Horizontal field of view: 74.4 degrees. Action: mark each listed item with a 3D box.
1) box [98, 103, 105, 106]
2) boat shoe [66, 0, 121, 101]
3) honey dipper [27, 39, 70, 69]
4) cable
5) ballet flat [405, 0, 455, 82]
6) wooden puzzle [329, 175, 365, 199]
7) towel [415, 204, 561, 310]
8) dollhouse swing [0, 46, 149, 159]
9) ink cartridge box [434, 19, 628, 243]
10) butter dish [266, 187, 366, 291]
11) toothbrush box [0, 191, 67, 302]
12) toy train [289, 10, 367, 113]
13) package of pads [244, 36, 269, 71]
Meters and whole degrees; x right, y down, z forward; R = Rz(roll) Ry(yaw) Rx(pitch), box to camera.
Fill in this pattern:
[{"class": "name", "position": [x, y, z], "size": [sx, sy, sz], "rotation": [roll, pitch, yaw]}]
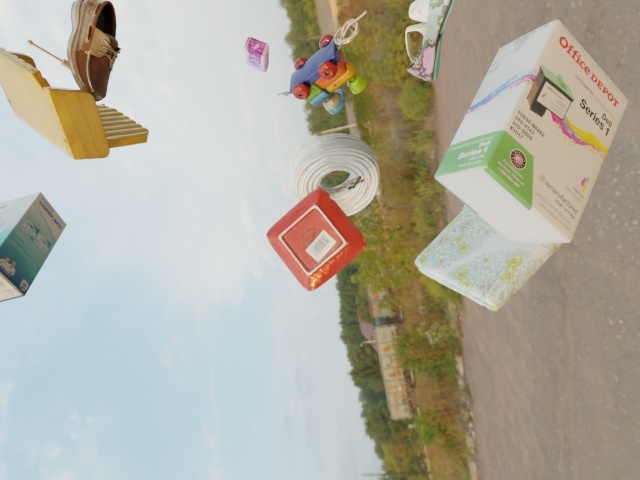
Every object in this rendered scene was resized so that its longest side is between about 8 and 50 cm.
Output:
[{"class": "box", "position": [-1.022, -0.593, 1.909], "size": [0.083, 0.067, 0.018], "rotation": [-89, -9, -51]}, {"class": "boat shoe", "position": [-0.668, -0.580, 1.261], "size": [0.123, 0.116, 0.324], "rotation": [25, -122, -79]}, {"class": "honey dipper", "position": [-1.035, -0.715, 1.620], "size": [0.161, 0.030, 0.030], "rotation": [29, -133, -48]}, {"class": "cable", "position": [0.037, -0.173, 1.179], "size": [0.257, 0.257, 0.089], "rotation": [95, 167, -47]}, {"class": "ballet flat", "position": [0.196, -0.388, 0.767], "size": [0.221, 0.079, 0.077], "rotation": [87, -160, -61]}, {"class": "wooden puzzle", "position": [0.046, -0.096, 0.768], "size": [0.006, 0.083, 0.049], "rotation": [55, -144, -16]}, {"class": "towel", "position": [0.494, 0.025, 1.265], "size": [0.090, 0.320, 0.374], "rotation": [46, 174, -25]}, {"class": "dollhouse swing", "position": [-0.768, -0.457, 1.350], "size": [0.305, 0.347, 0.315], "rotation": [-39, -29, -37]}, {"class": "ink cartridge box", "position": [0.340, -0.163, 0.673], "size": [0.278, 0.201, 0.117], "rotation": [-61, 20, -13]}, {"class": "butter dish", "position": [0.000, 0.000, 0.874], "size": [0.160, 0.160, 0.118], "rotation": [52, -169, 12]}, {"class": "toothbrush box", "position": [-0.831, 0.025, 1.078], "size": [0.295, 0.216, 0.126], "rotation": [-102, -3, -50]}, {"class": "toy train", "position": [0.056, -0.391, 0.961], "size": [0.143, 0.248, 0.105], "rotation": [24, -124, -38]}, {"class": "package of pads", "position": [-0.139, -0.410, 0.933], "size": [0.083, 0.050, 0.032], "rotation": [157, 133, -82]}]
